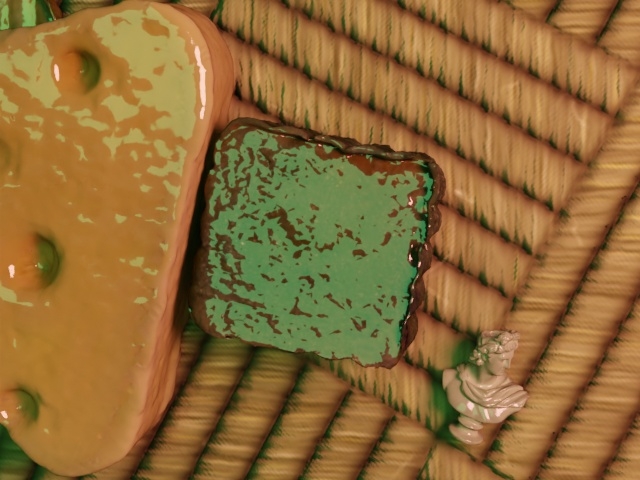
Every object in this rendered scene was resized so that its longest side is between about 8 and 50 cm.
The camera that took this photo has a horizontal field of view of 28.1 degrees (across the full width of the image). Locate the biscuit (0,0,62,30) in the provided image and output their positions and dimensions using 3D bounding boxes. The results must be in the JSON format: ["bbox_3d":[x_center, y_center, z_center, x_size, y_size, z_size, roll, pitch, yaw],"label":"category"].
[{"bbox_3d":[-0.333,-0.109,1.106,0.273,0.036,0.187,-16,88,11],"label":"biscuit"}]

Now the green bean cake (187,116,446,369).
[{"bbox_3d":[0.000,0.000,1.008,0.181,0.094,0.173,10,94,11],"label":"green bean cake"}]

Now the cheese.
[{"bbox_3d":[-0.269,-0.027,1.031,0.384,0.104,0.384,1,100,6],"label":"cheese"}]

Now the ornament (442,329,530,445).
[{"bbox_3d":[0.130,0.114,1.012,0.068,0.041,0.092,-5,100,18],"label":"ornament"}]
